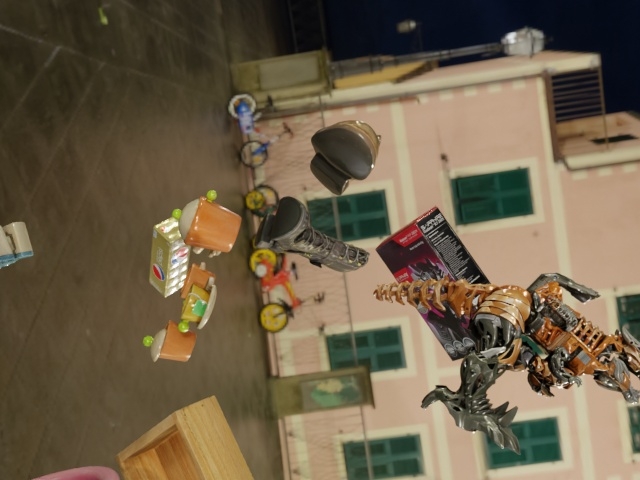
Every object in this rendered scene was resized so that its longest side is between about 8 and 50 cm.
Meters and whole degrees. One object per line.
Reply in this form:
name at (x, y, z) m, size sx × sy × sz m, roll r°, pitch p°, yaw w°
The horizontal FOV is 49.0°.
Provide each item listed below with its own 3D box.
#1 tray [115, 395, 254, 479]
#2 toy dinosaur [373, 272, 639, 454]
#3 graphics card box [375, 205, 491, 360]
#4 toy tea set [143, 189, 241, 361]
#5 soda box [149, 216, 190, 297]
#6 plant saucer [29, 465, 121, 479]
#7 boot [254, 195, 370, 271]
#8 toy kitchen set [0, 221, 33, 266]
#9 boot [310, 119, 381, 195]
tray at (-0.125, 0.435, 0.934) m, size 0.076 × 0.203 × 0.411 m, roll -13°, pitch 69°, yaw -45°
toy dinosaur at (0.227, 0.132, 0.869) m, size 0.164 × 0.322 × 0.218 m, roll 29°, pitch 82°, yaw -54°
graphics card box at (0.315, 0.118, 1.775) m, size 0.371 × 0.094 × 0.233 m, roll 55°, pitch -28°, yaw 2°
toy tea set at (-0.259, 0.065, 1.335) m, size 0.200 × 0.124 × 0.336 m, roll 146°, pitch -38°, yaw -67°
soda box at (-0.319, 0.036, 1.491) m, size 0.058 × 0.061 × 0.181 m, roll 40°, pitch -41°, yaw 20°
plant saucer at (-0.341, 0.331, 0.670) m, size 0.332 × 0.332 × 0.084 m, roll -55°, pitch 125°, yaw -85°
boot at (0.000, 0.000, 1.455) m, size 0.263 × 0.229 × 0.091 m, roll 157°, pitch -50°, yaw -68°
toy kitchen set at (-0.644, 0.053, 1.277) m, size 0.207 × 0.166 × 0.122 m, roll -17°, pitch 92°, yaw -51°
boot at (0.056, -0.166, 1.205) m, size 0.112 × 0.115 × 0.305 m, roll 44°, pitch -9°, yaw -2°
